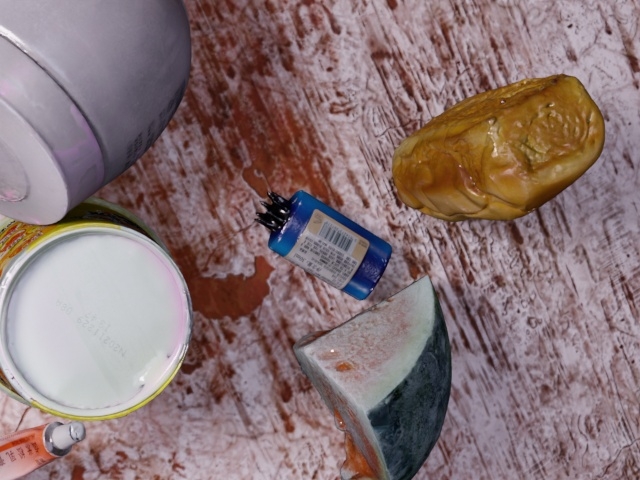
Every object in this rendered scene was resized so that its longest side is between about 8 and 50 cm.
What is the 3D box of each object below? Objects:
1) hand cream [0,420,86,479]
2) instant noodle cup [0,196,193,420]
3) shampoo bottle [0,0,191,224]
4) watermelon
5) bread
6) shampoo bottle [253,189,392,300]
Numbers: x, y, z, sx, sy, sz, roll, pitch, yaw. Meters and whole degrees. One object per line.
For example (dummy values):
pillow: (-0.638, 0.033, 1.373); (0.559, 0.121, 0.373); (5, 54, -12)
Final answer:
hand cream: (-0.336, 0.235, 1.079); (0.038, 0.216, 0.052); (-1, 69, -57)
instant noodle cup: (-0.264, 0.078, 1.083); (0.264, 0.200, 0.264); (-1, 93, -20)
shampoo bottle: (-0.287, -0.178, 1.009); (0.273, 0.273, 0.266); (45, 55, -17)
watermelon: (0.051, 0.190, 1.216); (0.213, 0.289, 0.320); (19, 99, 9)
bread: (0.204, -0.105, 1.203); (0.167, 0.294, 0.132); (-41, 100, -17)
shampoo bottle: (0.000, 0.000, 1.258); (0.183, 0.050, 0.087); (31, 84, -20)
